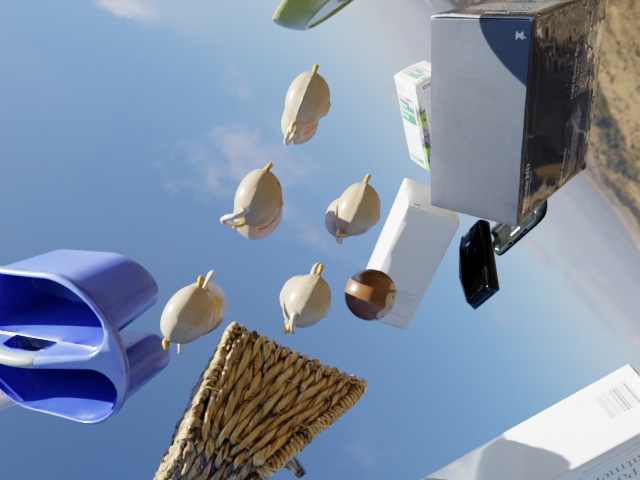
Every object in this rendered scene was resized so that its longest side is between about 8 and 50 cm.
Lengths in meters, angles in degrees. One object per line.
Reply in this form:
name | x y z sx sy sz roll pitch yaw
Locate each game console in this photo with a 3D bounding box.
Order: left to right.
game console | 0.450 0.009 1.421 0.044 0.361 0.213 13 -125 -13

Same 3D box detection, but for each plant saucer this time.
plant saucer | 0.041 -0.353 0.757 0.037 0.241 0.241 53 -161 -10

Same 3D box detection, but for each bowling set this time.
bowling set | 0.000 0.000 0.531 0.200 0.287 0.154 25 174 -4

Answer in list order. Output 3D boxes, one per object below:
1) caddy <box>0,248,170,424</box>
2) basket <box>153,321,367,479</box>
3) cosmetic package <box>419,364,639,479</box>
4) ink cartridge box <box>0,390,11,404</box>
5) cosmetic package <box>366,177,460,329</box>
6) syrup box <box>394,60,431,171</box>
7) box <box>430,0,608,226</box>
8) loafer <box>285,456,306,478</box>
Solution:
caddy | -0.401 0.146 0.874 0.179 0.341 0.241 -32 -60 -59
basket | -0.096 0.295 0.811 0.223 0.299 0.213 26 -130 -8
cosmetic package | 0.344 0.379 0.840 0.284 0.377 0.097 51 -170 -37
ink cartridge box | -0.705 0.228 1.253 0.197 0.198 0.270 49 -160 -82
cosmetic package | 0.236 0.038 1.581 0.155 0.365 0.197 20 -150 -3
syrup box | 0.257 -0.296 1.363 0.093 0.096 0.237 48 163 50
box | 0.354 -0.252 1.026 0.179 0.343 0.312 18 -144 38
loafer | -0.101 0.438 1.165 0.170 0.061 0.062 27 156 36
